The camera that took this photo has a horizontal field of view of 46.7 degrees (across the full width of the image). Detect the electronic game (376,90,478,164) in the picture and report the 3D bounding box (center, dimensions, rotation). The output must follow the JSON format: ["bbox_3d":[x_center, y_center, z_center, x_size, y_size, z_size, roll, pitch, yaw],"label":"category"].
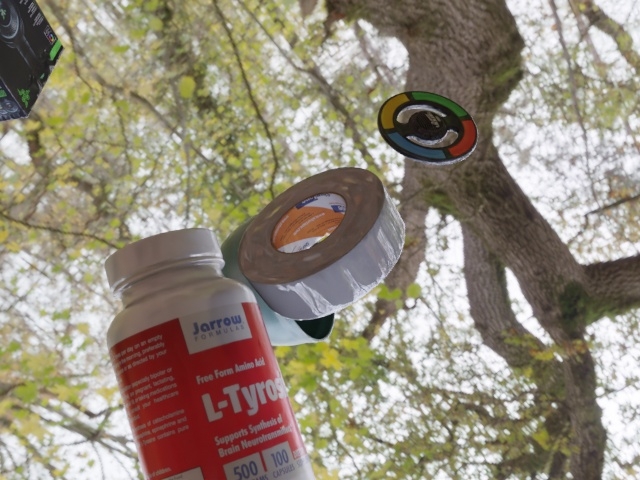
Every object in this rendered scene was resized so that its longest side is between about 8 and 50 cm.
[{"bbox_3d":[0.238,-0.253,1.648,0.229,0.048,0.229,5,-130,-6],"label":"electronic game"}]

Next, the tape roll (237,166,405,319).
[{"bbox_3d":[0.000,0.000,0.986,0.219,0.072,0.219,-22,-146,16],"label":"tape roll"}]

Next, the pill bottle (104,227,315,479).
[{"bbox_3d":[-0.175,0.200,1.077,0.229,0.229,0.408,-25,-102,23],"label":"pill bottle"}]

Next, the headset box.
[{"bbox_3d":[-0.662,-0.404,1.480,0.131,0.283,0.246,-6,-134,14],"label":"headset box"}]

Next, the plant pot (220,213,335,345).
[{"bbox_3d":[-0.120,0.089,1.531,0.196,0.293,0.293,-18,-137,20],"label":"plant pot"}]
